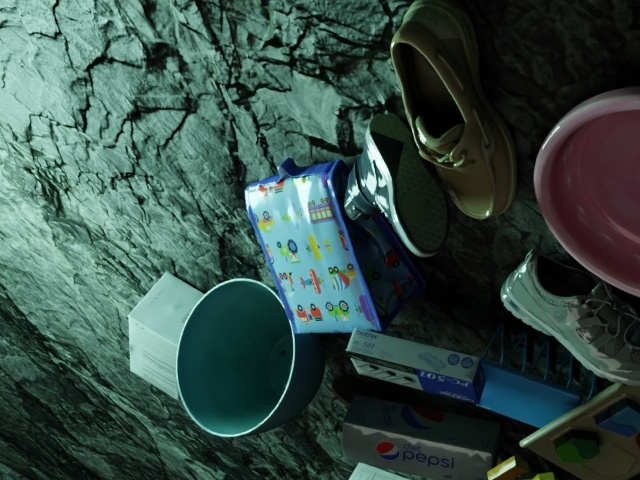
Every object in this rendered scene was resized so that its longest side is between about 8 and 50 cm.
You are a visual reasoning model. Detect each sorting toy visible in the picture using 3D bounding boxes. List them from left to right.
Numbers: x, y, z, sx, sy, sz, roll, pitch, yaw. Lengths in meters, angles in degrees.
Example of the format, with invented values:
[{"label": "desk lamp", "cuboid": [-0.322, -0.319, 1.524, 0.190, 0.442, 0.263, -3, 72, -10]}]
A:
[{"label": "sorting toy", "cuboid": [0.427, 0.338, 1.530, 0.229, 0.041, 0.307, 29, 126, -28]}]

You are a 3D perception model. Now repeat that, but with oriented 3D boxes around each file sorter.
[{"label": "file sorter", "cuboid": [0.348, 0.221, 1.564, 0.170, 0.104, 0.118, 18, 141, 26]}]

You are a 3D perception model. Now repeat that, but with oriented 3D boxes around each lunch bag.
[{"label": "lunch bag", "cuboid": [0.000, 0.000, 1.604, 0.221, 0.138, 0.293, -8, 117, 48]}]

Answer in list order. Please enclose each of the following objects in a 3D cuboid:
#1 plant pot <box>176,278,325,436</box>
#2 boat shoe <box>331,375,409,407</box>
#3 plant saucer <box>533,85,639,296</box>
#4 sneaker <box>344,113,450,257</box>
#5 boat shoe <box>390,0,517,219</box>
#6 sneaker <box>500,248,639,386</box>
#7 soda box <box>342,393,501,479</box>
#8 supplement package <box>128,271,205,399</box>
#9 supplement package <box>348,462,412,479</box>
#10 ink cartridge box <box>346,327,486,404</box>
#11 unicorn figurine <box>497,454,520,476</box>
[{"label": "plant pot", "cuboid": [-0.102, 0.232, 1.855, 0.290, 0.290, 0.195, 3, 170, 38]}, {"label": "boat shoe", "cuboid": [0.099, 0.331, 1.939, 0.178, 0.064, 0.060, 25, 142, 11]}, {"label": "plant saucer", "cuboid": [0.431, -0.060, 1.187, 0.332, 0.084, 0.332, 24, 144, 18]}, {"label": "sneaker", "cuboid": [0.106, -0.045, 1.408, 0.163, 0.086, 0.226, 115, 143, -54]}, {"label": "boat shoe", "cuboid": [0.166, -0.149, 1.284, 0.122, 0.110, 0.341, 4, 134, 38]}, {"label": "sneaker", "cuboid": [0.394, 0.111, 1.395, 0.281, 0.105, 0.115, 27, 144, 14]}, {"label": "soda box", "cuboid": [0.188, 0.376, 1.829, 0.287, 0.091, 0.098, 8, 122, 17]}, {"label": "supplement package", "cuboid": [-0.316, 0.209, 2.088, 0.134, 0.139, 0.244, 30, 146, 11]}, {"label": "supplement package", "cuboid": [0.171, 0.656, 2.136, 0.263, 0.198, 0.199, 12, 138, 30]}, {"label": "ink cartridge box", "cuboid": [0.151, 0.198, 1.537, 0.207, 0.046, 0.097, 12, 154, 22]}, {"label": "unicorn figurine", "cuboid": [0.325, 0.459, 1.910, 0.111, 0.060, 0.161, 29, 128, 11]}]
